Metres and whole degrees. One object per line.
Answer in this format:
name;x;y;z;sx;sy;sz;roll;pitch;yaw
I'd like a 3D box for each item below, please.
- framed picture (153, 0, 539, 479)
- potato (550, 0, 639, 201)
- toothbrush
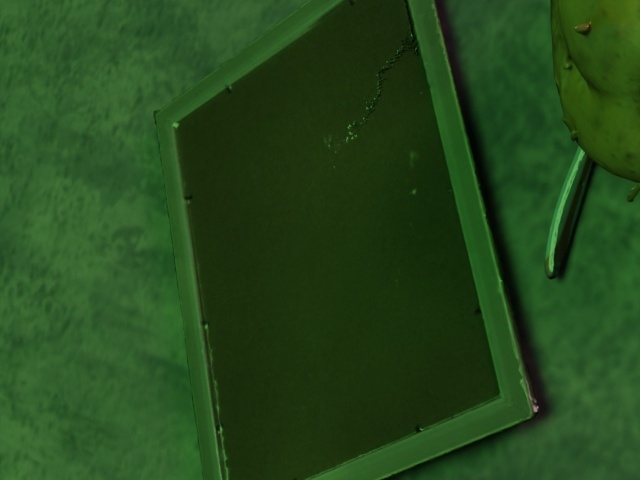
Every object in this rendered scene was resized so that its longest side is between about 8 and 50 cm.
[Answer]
framed picture;0.000;0.000;0.732;0.231;0.018;0.293;-29;59;35
potato;0.173;-0.131;0.518;0.234;0.128;0.161;-51;34;28
toothbrush;0.135;-0.075;0.626;0.019;0.013;0.193;12;86;52
